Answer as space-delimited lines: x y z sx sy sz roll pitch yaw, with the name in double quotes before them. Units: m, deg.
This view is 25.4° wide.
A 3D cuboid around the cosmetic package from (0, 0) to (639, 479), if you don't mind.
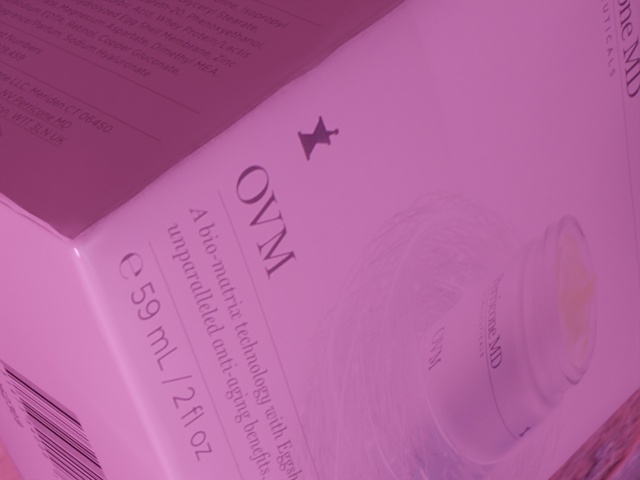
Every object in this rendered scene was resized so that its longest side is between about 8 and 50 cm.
"cosmetic package" 0.000 0.000 0.485 0.225 0.138 0.224 -40 135 -26
